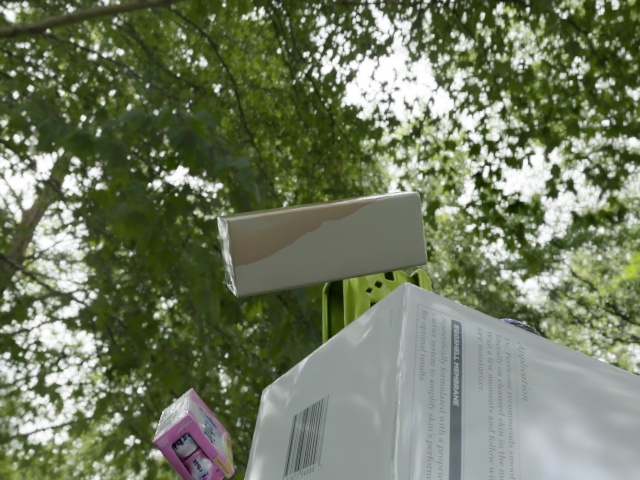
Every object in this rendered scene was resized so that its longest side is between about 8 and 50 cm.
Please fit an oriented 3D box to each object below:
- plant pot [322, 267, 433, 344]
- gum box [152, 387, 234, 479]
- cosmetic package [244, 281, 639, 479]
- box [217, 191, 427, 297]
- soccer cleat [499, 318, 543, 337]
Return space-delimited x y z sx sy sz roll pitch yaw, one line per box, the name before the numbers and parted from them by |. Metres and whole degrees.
plant pot | 0.126 0.177 1.284 0.207 0.227 0.228 4 -24 -10
gum box | -0.187 0.300 0.887 0.107 0.062 0.188 53 -10 -4
cosmetic package | 0.088 0.164 0.409 0.224 0.138 0.224 23 -37 -17
box | 0.000 0.000 0.956 0.310 0.121 0.148 -9 6 -16
soccer cleat | 0.154 0.186 0.681 0.108 0.116 0.318 24 -54 5
